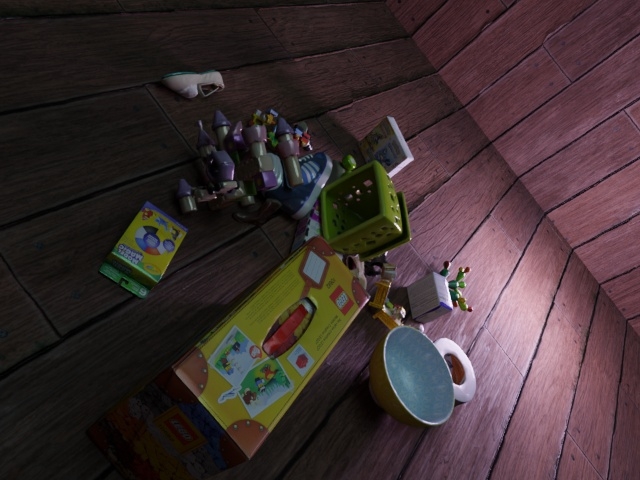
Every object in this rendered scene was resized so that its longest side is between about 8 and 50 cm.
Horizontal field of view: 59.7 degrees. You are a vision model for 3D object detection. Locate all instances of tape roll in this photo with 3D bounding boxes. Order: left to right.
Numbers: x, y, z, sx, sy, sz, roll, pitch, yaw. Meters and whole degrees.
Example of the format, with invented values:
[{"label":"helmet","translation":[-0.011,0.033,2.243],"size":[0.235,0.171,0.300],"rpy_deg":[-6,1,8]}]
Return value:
[{"label":"tape roll","translation":[0.416,0.438,1.845],"size":[0.219,0.072,0.219],"rpy_deg":[26,45,-29]}]

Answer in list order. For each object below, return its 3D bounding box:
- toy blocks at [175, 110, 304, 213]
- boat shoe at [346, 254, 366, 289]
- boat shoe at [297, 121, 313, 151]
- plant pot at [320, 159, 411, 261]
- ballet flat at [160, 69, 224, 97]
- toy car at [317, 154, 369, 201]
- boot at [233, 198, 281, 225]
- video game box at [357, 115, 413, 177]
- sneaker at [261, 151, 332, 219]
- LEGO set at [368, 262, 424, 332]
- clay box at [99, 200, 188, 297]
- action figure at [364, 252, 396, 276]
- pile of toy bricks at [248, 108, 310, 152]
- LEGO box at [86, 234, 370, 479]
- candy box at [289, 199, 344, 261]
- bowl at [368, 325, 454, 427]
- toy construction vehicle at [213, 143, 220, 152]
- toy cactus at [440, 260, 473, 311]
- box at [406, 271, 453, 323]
[{"label":"toy blocks","translation":[-0.249,-0.235,1.494],"size":[0.309,0.288,0.260],"rpy_deg":[-12,87,-47]},{"label":"boat shoe","translation":[0.107,0.116,1.796],"size":[0.059,0.063,0.170],"rpy_deg":[28,34,-24]},{"label":"boat shoe","translation":[-0.060,-0.379,2.031],"size":[0.042,0.049,0.133],"rpy_deg":[51,19,-51]},{"label":"plant pot","translation":[0.153,-0.076,1.754],"size":[0.207,0.228,0.227],"rpy_deg":[33,41,-41]},{"label":"ballet flat","translation":[-0.392,-0.488,1.751],"size":[0.086,0.086,0.248],"rpy_deg":[54,37,3]},{"label":"toy car","translation":[0.091,-0.178,1.950],"size":[0.188,0.155,0.149],"rpy_deg":[39,38,-37]},{"label":"boot","translation":[-0.181,-0.091,1.614],"size":[0.106,0.114,0.037],"rpy_deg":[13,52,-40]},{"label":"video game box","translation":[0.254,-0.355,2.214],"size":[0.048,0.187,0.205],"rpy_deg":[0,61,-46]},{"label":"sneaker","translation":[-0.101,-0.241,1.803],"size":[0.236,0.130,0.323],"rpy_deg":[41,44,-21]},{"label":"LEGO set","translation":[0.231,0.187,1.805],"size":[0.287,0.132,0.107],"rpy_deg":[66,28,-19]},{"label":"clay box","translation":[-0.418,0.020,1.333],"size":[0.127,0.053,0.222],"rpy_deg":[37,39,-19]},{"label":"action figure","translation":[0.209,-0.011,1.928],"size":[0.141,0.164,0.276],"rpy_deg":[20,57,-22]},{"label":"pile of toy bricks","translation":[-0.140,-0.350,1.889],"size":[0.212,0.118,0.105],"rpy_deg":[29,75,-40]},{"label":"LEGO box","translation":[-0.169,0.246,1.150],"size":[0.193,0.372,0.500],"rpy_deg":[50,38,-3]},{"label":"candy box","translation":[0.000,0.000,1.763],"size":[0.159,0.071,0.233],"rpy_deg":[38,39,-22]},{"label":"bowl","translation":[0.233,0.409,1.610],"size":[0.289,0.156,0.289],"rpy_deg":[26,45,-29]},{"label":"toy construction vehicle","translation":[-0.307,-0.259,1.691],"size":[0.086,0.035,0.098],"rpy_deg":[-6,67,-60]},{"label":"toy cactus","translation":[0.500,0.170,2.134],"size":[0.180,0.112,0.219],"rpy_deg":[4,66,-32]},{"label":"box","translation":[0.381,0.201,1.952],"size":[0.072,0.126,0.137],"rpy_deg":[24,46,-34]}]
